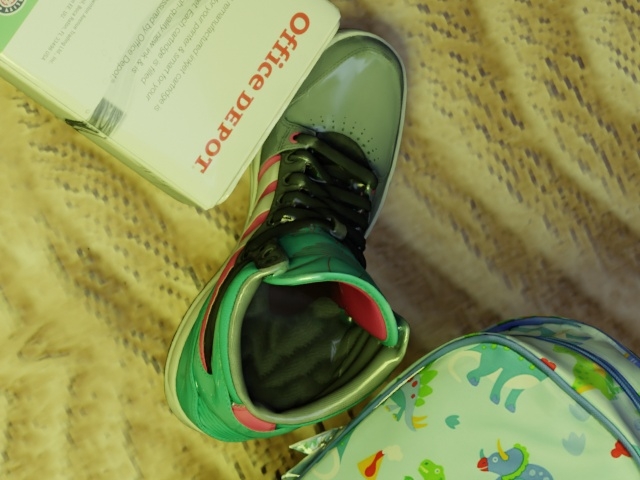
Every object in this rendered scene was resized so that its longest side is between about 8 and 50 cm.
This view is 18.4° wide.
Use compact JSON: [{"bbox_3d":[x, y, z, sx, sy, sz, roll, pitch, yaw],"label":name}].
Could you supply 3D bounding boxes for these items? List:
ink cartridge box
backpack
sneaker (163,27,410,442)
[{"bbox_3d":[-0.122,-0.144,1.262,0.219,0.092,0.160,37,82,-21],"label":"ink cartridge box"},{"bbox_3d":[0.097,0.217,1.243,0.355,0.290,0.273,-38,146,-8],"label":"backpack"},{"bbox_3d":[0.000,0.000,1.279,0.124,0.178,0.295,23,87,-22],"label":"sneaker"}]
